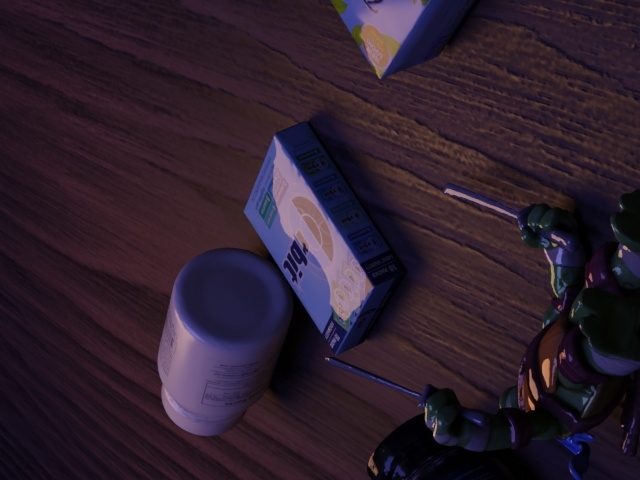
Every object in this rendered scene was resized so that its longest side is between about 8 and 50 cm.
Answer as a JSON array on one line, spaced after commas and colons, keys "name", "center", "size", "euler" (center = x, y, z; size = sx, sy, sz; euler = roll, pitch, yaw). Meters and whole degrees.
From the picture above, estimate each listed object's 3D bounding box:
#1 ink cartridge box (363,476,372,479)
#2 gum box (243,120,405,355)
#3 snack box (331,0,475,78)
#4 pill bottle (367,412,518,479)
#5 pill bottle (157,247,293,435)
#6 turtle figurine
[{"name": "ink cartridge box", "center": [0.015, 0.456, 1.869], "size": [0.091, 0.308, 0.385], "euler": [29, 137, 52]}, {"name": "gum box", "center": [0.000, 0.000, 1.816], "size": [0.184, 0.041, 0.157], "euler": [57, 153, 17]}, {"name": "snack box", "center": [0.047, -0.261, 1.467], "size": [0.207, 0.070, 0.174], "euler": [61, 154, 13]}, {"name": "pill bottle", "center": [0.140, 0.265, 1.677], "size": [0.219, 0.122, 0.123], "euler": [51, 151, 29]}, {"name": "pill bottle", "center": [-0.111, 0.119, 2.031], "size": [0.131, 0.131, 0.229], "euler": [55, 152, 22]}, {"name": "turtle figurine", "center": [0.149, 0.056, 1.397], "size": [0.275, 0.197, 0.266], "euler": [57, 150, 10]}]
